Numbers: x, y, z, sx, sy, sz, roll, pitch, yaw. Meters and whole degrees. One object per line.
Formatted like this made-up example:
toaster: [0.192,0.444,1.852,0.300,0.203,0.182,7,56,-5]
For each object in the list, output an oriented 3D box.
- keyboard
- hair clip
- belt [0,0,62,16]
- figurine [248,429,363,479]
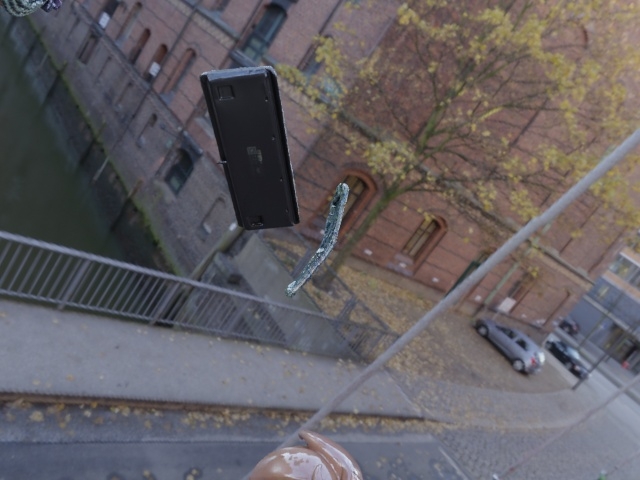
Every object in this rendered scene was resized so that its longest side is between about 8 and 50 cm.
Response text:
keyboard: [-0.083,-0.105,0.692,0.093,0.230,0.025,-4,42,3]
hair clip: [0.002,0.001,0.946,0.036,0.229,0.066,32,-21,-15]
belt: [-0.549,-0.537,1.011,0.160,0.295,0.207,33,46,-9]
figurine: [-0.035,0.202,0.354,0.113,0.157,0.126,9,-8,3]
